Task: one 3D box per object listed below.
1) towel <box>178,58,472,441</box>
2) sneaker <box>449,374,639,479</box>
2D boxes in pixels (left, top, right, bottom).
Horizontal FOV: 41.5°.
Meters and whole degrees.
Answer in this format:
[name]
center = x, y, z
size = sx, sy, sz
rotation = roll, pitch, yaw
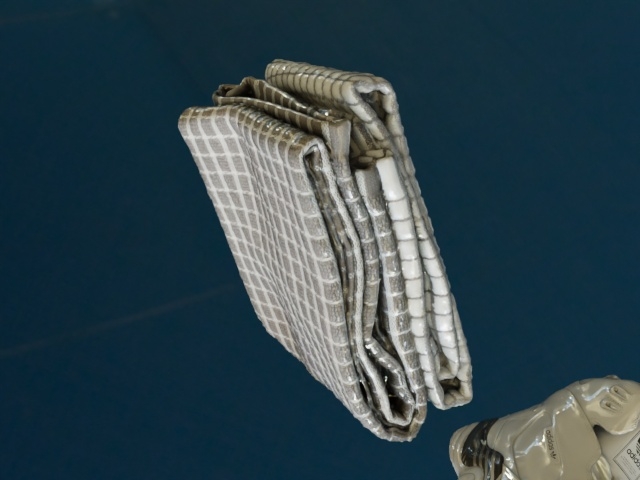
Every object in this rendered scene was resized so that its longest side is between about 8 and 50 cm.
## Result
[towel]
center = 0.000, 0.000, 0.706
size = 0.121, 0.284, 0.235
rotation = -25, -155, -16
[sneaker]
center = 0.252, 0.249, 0.790
size = 0.210, 0.137, 0.366
rotation = -32, -164, 8
